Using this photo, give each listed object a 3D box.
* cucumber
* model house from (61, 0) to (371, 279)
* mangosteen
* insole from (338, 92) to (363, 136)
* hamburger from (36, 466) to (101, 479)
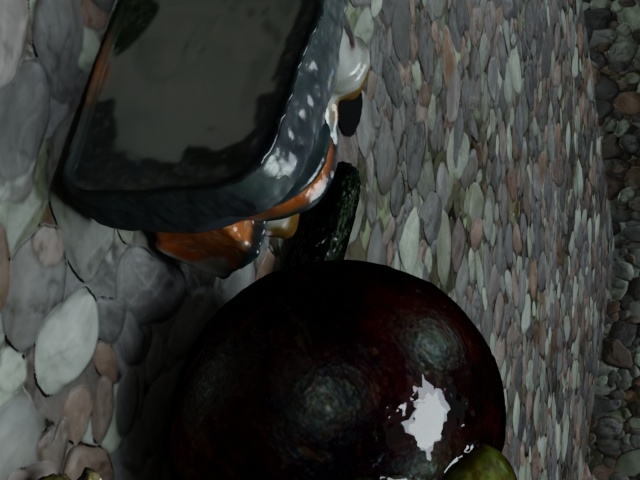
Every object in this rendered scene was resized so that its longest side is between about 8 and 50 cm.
[{"bbox_3d":[0.001,-0.001,1.184,0.067,0.067,0.245,65,34,-48],"label":"cucumber"},{"bbox_3d":[-0.042,-0.085,0.915,0.301,0.190,0.272,57,39,-55],"label":"model house"},{"bbox_3d":[0.028,0.171,0.947,0.330,0.330,0.330,2,90,-68],"label":"mangosteen"},{"bbox_3d":[0.005,-0.257,1.251,0.109,0.007,0.322,-65,148,-41],"label":"insole"},{"bbox_3d":[-0.181,0.248,0.734,0.176,0.087,0.102,-65,147,-48],"label":"hamburger"}]
